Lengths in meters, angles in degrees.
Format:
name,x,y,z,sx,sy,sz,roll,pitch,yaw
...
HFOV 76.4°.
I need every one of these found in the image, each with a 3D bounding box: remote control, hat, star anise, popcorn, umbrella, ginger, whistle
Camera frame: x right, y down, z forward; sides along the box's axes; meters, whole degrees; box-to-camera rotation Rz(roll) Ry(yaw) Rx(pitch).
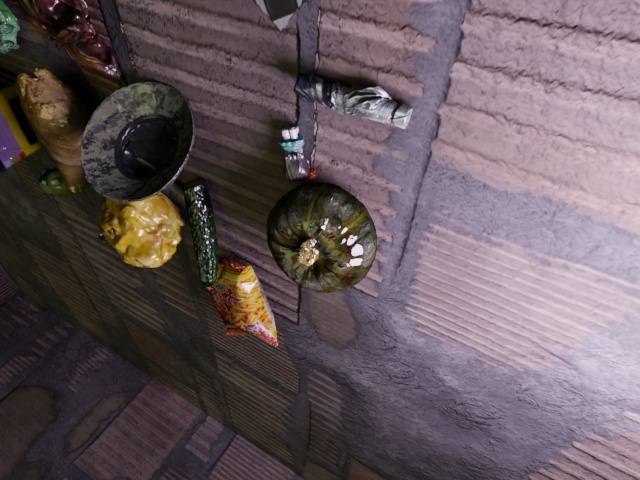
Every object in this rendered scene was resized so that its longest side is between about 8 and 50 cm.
name,x,y,z,sx,sy,sz,roll,pitch,yaw
remote control,-0.435,-0.182,1.044,0.261,0.029,0.067,41,149,0
hat,-0.365,-0.193,0.881,0.265,0.266,0.128,29,175,13
star anise,-0.492,-0.431,0.808,0.271,0.103,0.272,34,169,8
popcorn,-0.459,-0.049,1.029,0.253,0.191,0.190,35,155,21
umbrella,0.046,-0.213,0.613,0.188,0.046,0.050,24,159,17
ginger,-0.692,-0.279,1.050,0.236,0.166,0.375,38,136,-13
whistle,-0.845,-0.191,1.312,0.227,0.105,0.085,7,101,38

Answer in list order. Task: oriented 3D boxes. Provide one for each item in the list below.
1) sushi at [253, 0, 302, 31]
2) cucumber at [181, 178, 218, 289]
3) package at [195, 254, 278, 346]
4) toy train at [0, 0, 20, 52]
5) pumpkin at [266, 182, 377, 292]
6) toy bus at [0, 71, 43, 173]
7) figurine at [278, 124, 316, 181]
name,x,y,z,sx,sy,sz,roll,pitch,yaw
sushi,-0.094,-0.456,0.484,0.292,0.059,0.294,48,141,-9
cucumber,-0.290,-0.008,1.018,0.067,0.067,0.294,14,121,28
package,-0.232,0.159,1.148,0.223,0.108,0.288,4,118,38
toy train,-0.748,-0.506,0.947,0.149,0.081,0.099,-22,112,42
pumpkin,0.000,0.000,0.769,0.223,0.157,0.224,14,125,20
toy bus,-1.022,-0.384,1.140,0.439,0.249,0.209,22,138,12
figurine,-0.044,-0.157,0.745,0.059,0.047,0.106,-10,120,1
